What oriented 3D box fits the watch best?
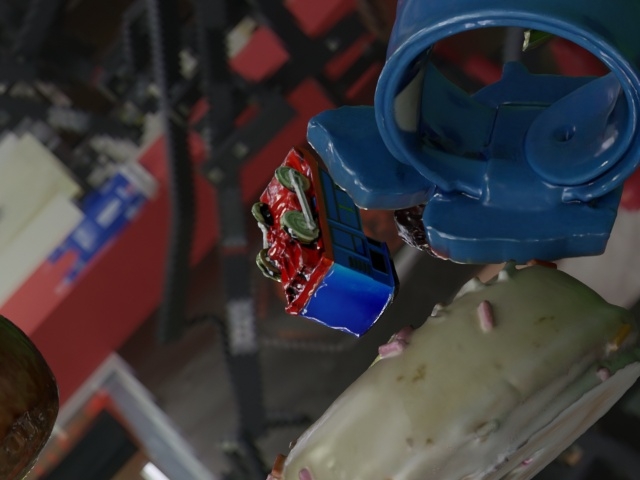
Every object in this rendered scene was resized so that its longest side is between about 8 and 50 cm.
[{"bbox_3d":[0.140,-0.142,1.625,0.305,0.241,0.274,6,138,5],"label":"watch"}]

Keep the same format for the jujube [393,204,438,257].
[{"bbox_3d":[0.154,-0.038,1.924,0.166,0.104,0.104,-3,155,25],"label":"jujube"}]

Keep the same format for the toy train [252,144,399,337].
[{"bbox_3d":[0.000,0.000,1.930,0.131,0.083,0.204,21,-149,-21],"label":"toy train"}]

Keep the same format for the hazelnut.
[{"bbox_3d":[-0.357,0.158,1.743,0.214,0.214,0.176,44,151,-22],"label":"hazelnut"}]

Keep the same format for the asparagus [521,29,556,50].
[{"bbox_3d":[0.264,-0.236,2.020,0.021,0.108,0.025,65,164,-3],"label":"asparagus"}]

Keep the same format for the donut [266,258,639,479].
[{"bbox_3d":[0.109,0.163,1.596,0.142,0.382,0.382,51,180,15],"label":"donut"}]
